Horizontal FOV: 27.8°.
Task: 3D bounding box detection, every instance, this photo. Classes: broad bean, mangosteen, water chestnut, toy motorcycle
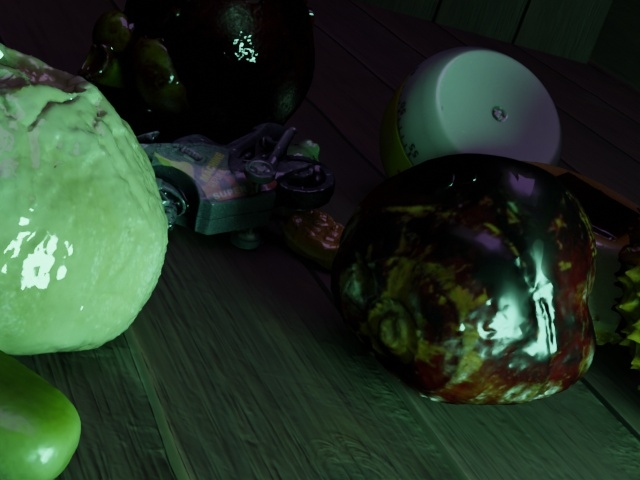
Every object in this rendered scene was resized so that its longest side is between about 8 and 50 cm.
[{"bbox_3d":[-0.263,0.123,0.959,0.174,0.082,0.124,28,18,-5],"label":"broad bean"},{"bbox_3d":[-0.177,-0.266,1.822,0.347,0.307,0.307,-23,36,-18],"label":"mangosteen"},{"bbox_3d":[0.158,0.041,1.343,0.289,0.289,0.244,36,-7,41],"label":"water chestnut"},{"bbox_3d":[-0.133,-0.075,1.558,0.307,0.108,0.173,-12,41,-33],"label":"toy motorcycle"}]

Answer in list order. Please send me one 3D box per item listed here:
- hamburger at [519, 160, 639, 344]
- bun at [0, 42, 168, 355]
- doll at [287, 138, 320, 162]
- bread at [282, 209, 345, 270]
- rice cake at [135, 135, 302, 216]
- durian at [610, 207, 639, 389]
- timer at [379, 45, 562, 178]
[{"bbox_3d":[0.311,0.023,1.652,0.302,0.170,0.302,18,23,-8],"label":"hamburger"},{"bbox_3d":[-0.301,-0.055,1.175,0.349,0.227,0.352,25,21,10],"label":"bun"},{"bbox_3d":[-0.036,-0.113,1.851,0.115,0.077,0.150,28,6,-8],"label":"doll"},{"bbox_3d":[0.000,0.000,1.601,0.083,0.044,0.110,-1,29,-43],"label":"bread"},{"bbox_3d":[-0.142,-0.081,1.682,0.270,0.049,0.055,14,41,-13],"label":"rice cake"},{"bbox_3d":[0.490,0.070,1.409,0.347,0.347,0.384,3,56,-40],"label":"durian"},{"bbox_3d":[0.198,-0.131,1.927,0.285,0.285,0.285,17,19,-6],"label":"timer"}]
